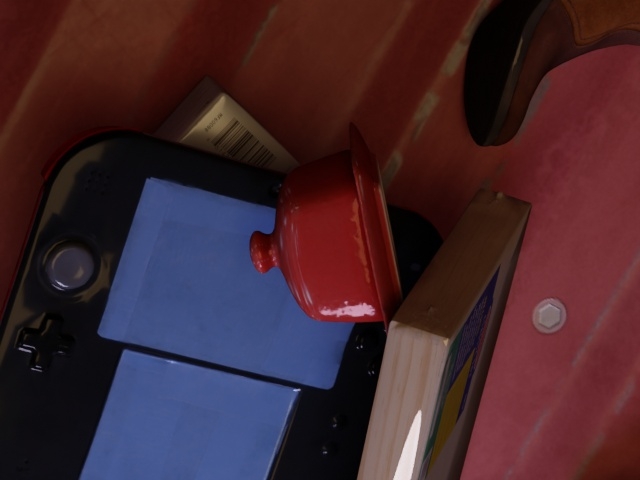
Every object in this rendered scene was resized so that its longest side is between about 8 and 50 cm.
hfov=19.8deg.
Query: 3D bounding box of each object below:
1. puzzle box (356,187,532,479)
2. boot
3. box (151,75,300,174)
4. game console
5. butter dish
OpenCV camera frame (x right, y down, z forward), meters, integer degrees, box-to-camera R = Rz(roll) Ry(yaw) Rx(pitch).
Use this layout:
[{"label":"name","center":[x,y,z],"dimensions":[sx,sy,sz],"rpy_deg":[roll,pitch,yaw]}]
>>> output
[{"label":"puzzle box","center":[0.087,0.184,1.604],"dimensions":[0.052,0.272,0.409],"rpy_deg":[18,119,13]},{"label":"boot","center":[0.290,-0.183,1.709],"dimensions":[0.280,0.096,0.264],"rpy_deg":[15,94,-24]},{"label":"box","center":[-0.093,-0.073,1.633],"dimensions":[0.102,0.087,0.101],"rpy_deg":[-46,111,3]},{"label":"game console","center":[-0.094,0.099,1.581],"dimensions":[0.386,0.060,0.342],"rpy_deg":[16,94,-25]},{"label":"butter dish","center":[0.000,0.000,1.504],"dimensions":[0.118,0.160,0.160],"rpy_deg":[-12,108,3]}]
